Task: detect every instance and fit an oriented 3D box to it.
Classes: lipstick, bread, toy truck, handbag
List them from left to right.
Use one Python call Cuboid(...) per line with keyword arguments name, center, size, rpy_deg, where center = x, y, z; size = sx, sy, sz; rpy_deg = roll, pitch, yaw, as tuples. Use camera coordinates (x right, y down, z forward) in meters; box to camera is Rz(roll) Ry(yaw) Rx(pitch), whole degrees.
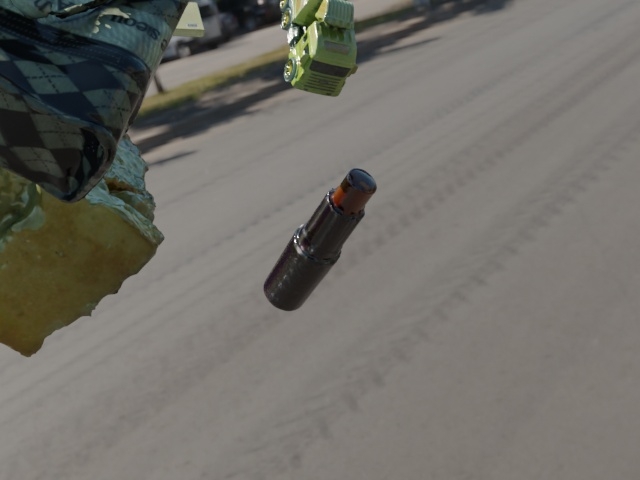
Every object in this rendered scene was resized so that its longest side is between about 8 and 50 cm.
Cuboid(name="bread", center=(-0.383, -0.069, 1.323), size=(0.239, 0.264, 0.395), rpy_deg=(-42, 29, 10))
Cuboid(name="handbag", center=(-0.276, -0.280, 0.977), size=(0.180, 0.316, 0.416), rpy_deg=(-40, 27, 50))
Cuboid(name="lipstick", center=(0.000, 0.000, 1.555), size=(0.081, 0.081, 0.300), rpy_deg=(-30, -19, -45))
Cuboid(name="toy truck", center=(0.005, -0.304, 1.421), size=(0.085, 0.191, 0.116), rpy_deg=(10, -33, -23))

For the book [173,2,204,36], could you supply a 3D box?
Cuboid(name="book", center=(-0.211, -0.320, 1.478), size=(0.077, 0.014, 0.111), rpy_deg=(0, 33, -13))
